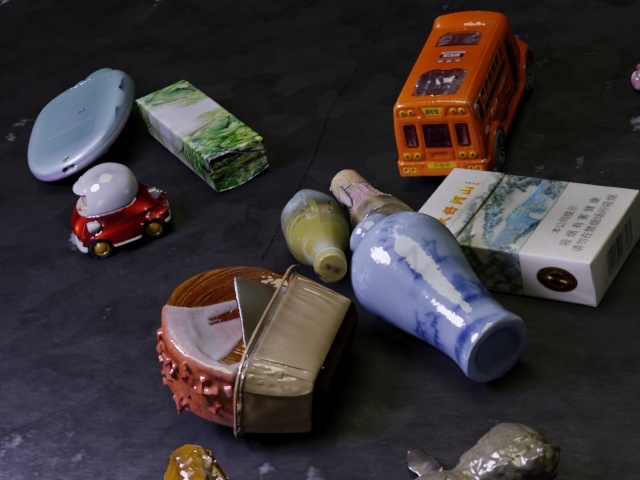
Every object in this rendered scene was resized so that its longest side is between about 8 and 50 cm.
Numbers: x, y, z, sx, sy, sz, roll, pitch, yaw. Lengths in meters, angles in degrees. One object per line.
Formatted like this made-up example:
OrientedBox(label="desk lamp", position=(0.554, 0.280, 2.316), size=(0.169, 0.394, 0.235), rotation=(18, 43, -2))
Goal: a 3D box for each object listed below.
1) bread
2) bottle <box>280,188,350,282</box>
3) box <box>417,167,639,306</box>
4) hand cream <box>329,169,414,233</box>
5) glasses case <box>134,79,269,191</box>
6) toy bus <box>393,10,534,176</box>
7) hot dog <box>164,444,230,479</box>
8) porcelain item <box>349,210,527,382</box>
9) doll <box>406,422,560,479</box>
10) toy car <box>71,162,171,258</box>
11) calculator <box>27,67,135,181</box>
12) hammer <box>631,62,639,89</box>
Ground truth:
OrientedBox(label="bread", position=(-0.076, 0.116, 1.731), size=(0.212, 0.142, 0.224), rotation=(15, 39, 10))
OrientedBox(label="bottle", position=(0.000, 0.000, 1.894), size=(0.083, 0.083, 0.269), rotation=(-15, 17, -3))
OrientedBox(label="box", position=(0.249, -0.009, 1.876), size=(0.257, 0.069, 0.164), rotation=(9, 38, 30))
OrientedBox(label="hand cream", position=(0.063, -0.045, 2.001), size=(0.084, 0.084, 0.203), rotation=(-18, 27, -8))
OrientedBox(label="glasses case", position=(-0.180, -0.159, 2.275), size=(0.095, 0.062, 0.272), rotation=(-25, 34, -18))
OrientedBox(label="toy bus", position=(0.204, -0.219, 2.143), size=(0.143, 0.153, 0.329), rotation=(-1, 34, 22))
OrientedBox(label="hot dog", position=(-0.103, 0.300, 1.511), size=(0.083, 0.068, 0.289), rotation=(-58, 32, 13))
OrientedBox(label="porcelain item", position=(0.128, 0.058, 1.760), size=(0.141, 0.141, 0.259), rotation=(-26, 42, -20))
OrientedBox(label="doll", position=(0.103, 0.265, 1.488), size=(0.286, 0.091, 0.203), rotation=(-23, -2, -35))
OrientedBox(label="toy car", position=(-0.284, -0.055, 2.103), size=(0.139, 0.112, 0.112), rotation=(-16, 32, -3))
OrientedBox(label="calculator", position=(-0.375, -0.189, 2.371), size=(0.186, 0.041, 0.299), rotation=(-25, 32, 16))
OrientedBox(label="hammer", position=(0.474, -0.243, 2.203), size=(0.053, 0.031, 0.083), rotation=(-8, 22, 3))
